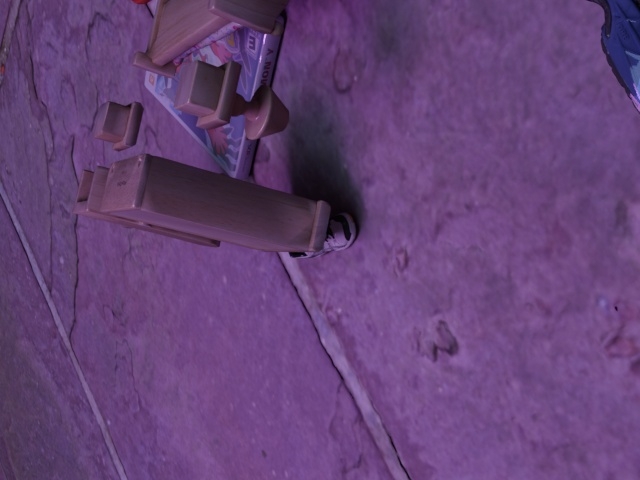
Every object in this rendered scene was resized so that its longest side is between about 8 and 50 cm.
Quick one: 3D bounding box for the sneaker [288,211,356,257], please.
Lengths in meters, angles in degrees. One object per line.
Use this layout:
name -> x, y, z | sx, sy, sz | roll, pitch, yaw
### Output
sneaker -> 0.000, 0.000, 0.819 | 0.083, 0.037, 0.031 | -34, 73, 51

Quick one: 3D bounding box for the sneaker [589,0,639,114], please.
sneaker -> 0.185, -0.165, 0.498 | 0.087, 0.083, 0.221 | -37, 77, 38

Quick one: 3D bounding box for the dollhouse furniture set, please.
dollhouse furniture set -> -0.072, -0.178, 0.811 | 0.303, 0.174, 0.355 | -2, 75, 61

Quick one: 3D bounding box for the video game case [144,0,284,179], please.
video game case -> -0.119, -0.192, 0.917 | 0.201, 0.023, 0.183 | 45, 135, 33

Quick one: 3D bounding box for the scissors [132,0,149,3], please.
scissors -> -0.157, -0.368, 0.911 | 0.297, 0.021, 0.109 | -41, 67, 50
